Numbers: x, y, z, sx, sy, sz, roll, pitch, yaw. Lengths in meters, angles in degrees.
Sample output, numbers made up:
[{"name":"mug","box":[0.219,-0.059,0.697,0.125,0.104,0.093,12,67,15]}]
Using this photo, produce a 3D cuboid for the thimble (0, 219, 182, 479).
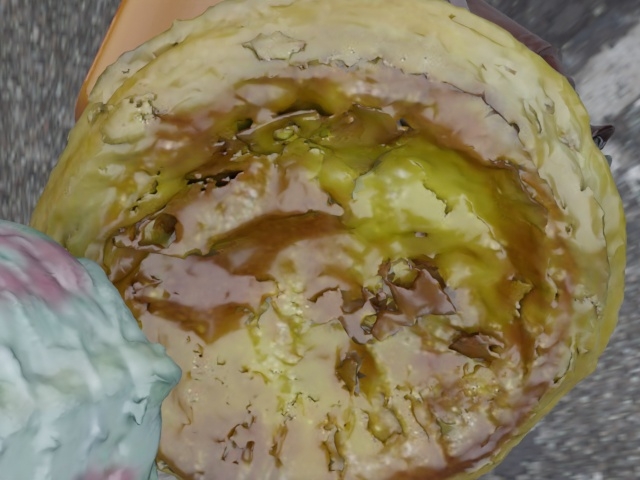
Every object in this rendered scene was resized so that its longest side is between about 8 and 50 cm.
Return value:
[{"name":"thimble","box":[-0.170,0.080,0.778,0.149,0.211,0.185,-10,81,-51]}]

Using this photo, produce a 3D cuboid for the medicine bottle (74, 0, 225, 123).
[{"name":"medicine bottle","box":[-0.129,-0.114,1.541,0.112,0.149,0.222,23,80,3]}]

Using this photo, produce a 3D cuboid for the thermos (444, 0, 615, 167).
[{"name":"thermos","box":[0.061,-0.095,1.060,0.232,0.099,0.124,38,90,19]}]

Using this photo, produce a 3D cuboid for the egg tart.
[{"name":"egg tart","box":[0.000,0.000,0.901,0.290,0.115,0.290,-2,124,-3]}]
